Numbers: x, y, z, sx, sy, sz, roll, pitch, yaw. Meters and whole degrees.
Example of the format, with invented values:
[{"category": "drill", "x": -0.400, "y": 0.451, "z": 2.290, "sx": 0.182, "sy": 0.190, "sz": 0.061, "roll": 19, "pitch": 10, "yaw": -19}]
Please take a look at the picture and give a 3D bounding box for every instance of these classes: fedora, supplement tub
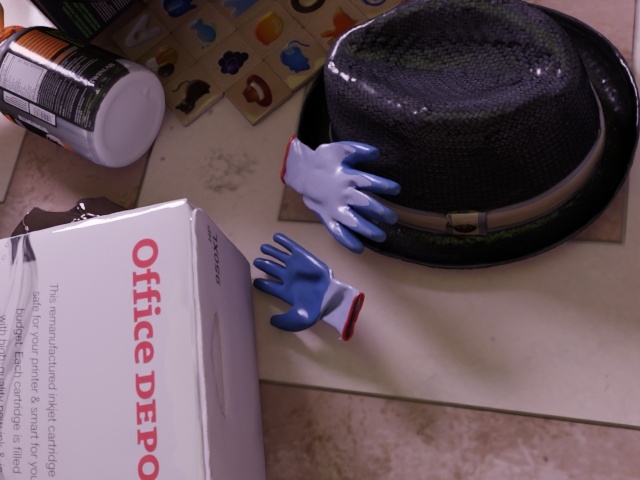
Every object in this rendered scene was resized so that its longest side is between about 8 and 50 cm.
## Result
[{"category": "fedora", "x": 0.123, "y": -0.136, "z": 0.823, "sx": 0.334, "sy": 0.152, "sz": 0.334, "roll": -6, "pitch": 66, "yaw": 13}, {"category": "supplement tub", "x": -0.274, "y": -0.163, "z": 0.968, "sx": 0.190, "sy": 0.117, "sz": 0.117, "roll": 26, "pitch": 77, "yaw": 24}]

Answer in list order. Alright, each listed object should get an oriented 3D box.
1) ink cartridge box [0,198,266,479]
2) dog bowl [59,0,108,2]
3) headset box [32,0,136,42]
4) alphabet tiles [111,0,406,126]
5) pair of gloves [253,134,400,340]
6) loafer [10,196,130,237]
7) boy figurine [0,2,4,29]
[{"category": "ink cartridge box", "x": -0.258, "y": 0.155, "z": 0.800, "sx": 0.395, "sy": 0.166, "sz": 0.285, "roll": -11, "pitch": 67, "yaw": 12}, {"category": "dog bowl", "x": -0.248, "y": -0.456, "z": 0.877, "sx": 0.408, "sy": 0.150, "sz": 0.408, "roll": 0, "pitch": 83, "yaw": 0}, {"category": "headset box", "x": -0.285, "y": -0.399, "z": 1.056, "sx": 0.283, "sy": 0.131, "sz": 0.246, "roll": -42, "pitch": 59, "yaw": -4}, {"category": "alphabet tiles", "x": -0.067, "y": -0.291, "z": 1.022, "sx": 0.342, "sy": 0.011, "sz": 0.285, "roll": -40, "pitch": 63, "yaw": -3}, {"category": "pair of gloves", "x": 0.000, "y": 0.000, "z": 0.818, "sx": 0.159, "sy": 0.023, "sz": 0.198, "roll": 30, "pitch": 110, "yaw": 47}, {"category": "loafer", "x": -0.225, "y": -0.012, "z": 0.910, "sx": 0.220, "sy": 0.080, "sz": 0.078, "roll": 0, "pitch": 68, "yaw": 16}, {"category": "boy figurine", "x": -0.442, "y": -0.153, "z": 0.980, "sx": 0.092, "sy": 0.177, "sz": 0.285, "roll": 24, "pitch": 89, "yaw": -8}]
